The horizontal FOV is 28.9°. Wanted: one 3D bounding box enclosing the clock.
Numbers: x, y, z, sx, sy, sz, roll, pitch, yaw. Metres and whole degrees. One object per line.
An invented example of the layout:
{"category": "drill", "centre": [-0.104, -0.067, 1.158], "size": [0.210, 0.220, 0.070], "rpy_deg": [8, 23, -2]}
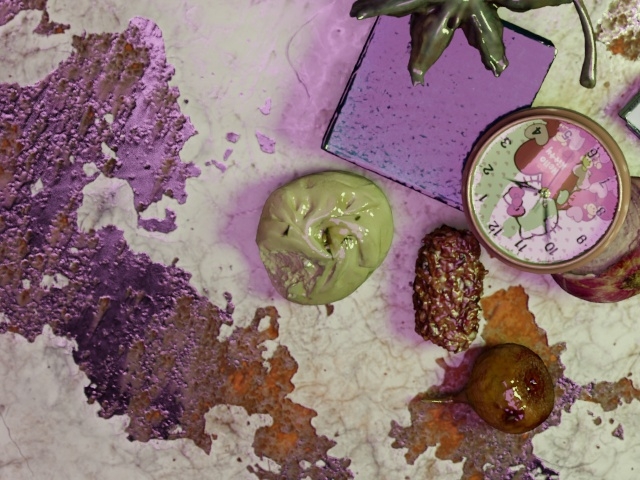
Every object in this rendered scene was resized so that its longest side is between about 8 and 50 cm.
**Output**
{"category": "clock", "centre": [0.325, -0.072, 1.797], "size": [0.244, 0.056, 0.244], "rpy_deg": [2, 97, 13]}

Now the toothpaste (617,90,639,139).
{"category": "toothpaste", "centre": [0.591, -0.116, 1.879], "size": [0.313, 0.071, 0.089], "rpy_deg": [41, 103, -6]}

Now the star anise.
{"category": "star anise", "centre": [0.199, -0.341, 1.718], "size": [0.315, 0.139, 0.359], "rpy_deg": [-16, 109, 8]}

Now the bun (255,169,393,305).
{"category": "bun", "centre": [0.000, 0.000, 1.949], "size": [0.210, 0.116, 0.237], "rpy_deg": [28, 107, -2]}

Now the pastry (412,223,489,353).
{"category": "pastry", "centre": [0.203, 0.075, 1.960], "size": [0.115, 0.097, 0.208], "rpy_deg": [-1, 108, 0]}

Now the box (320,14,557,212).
{"category": "box", "centre": [0.175, -0.218, 1.864], "size": [0.261, 0.116, 0.279], "rpy_deg": [24, 107, -3]}

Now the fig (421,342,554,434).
{"category": "fig", "centre": [0.272, 0.254, 2.010], "size": [0.201, 0.133, 0.146], "rpy_deg": [-27, 73, 34]}

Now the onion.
{"category": "onion", "centre": [0.450, 0.004, 1.874], "size": [0.200, 0.200, 0.207], "rpy_deg": [30, 89, -3]}
